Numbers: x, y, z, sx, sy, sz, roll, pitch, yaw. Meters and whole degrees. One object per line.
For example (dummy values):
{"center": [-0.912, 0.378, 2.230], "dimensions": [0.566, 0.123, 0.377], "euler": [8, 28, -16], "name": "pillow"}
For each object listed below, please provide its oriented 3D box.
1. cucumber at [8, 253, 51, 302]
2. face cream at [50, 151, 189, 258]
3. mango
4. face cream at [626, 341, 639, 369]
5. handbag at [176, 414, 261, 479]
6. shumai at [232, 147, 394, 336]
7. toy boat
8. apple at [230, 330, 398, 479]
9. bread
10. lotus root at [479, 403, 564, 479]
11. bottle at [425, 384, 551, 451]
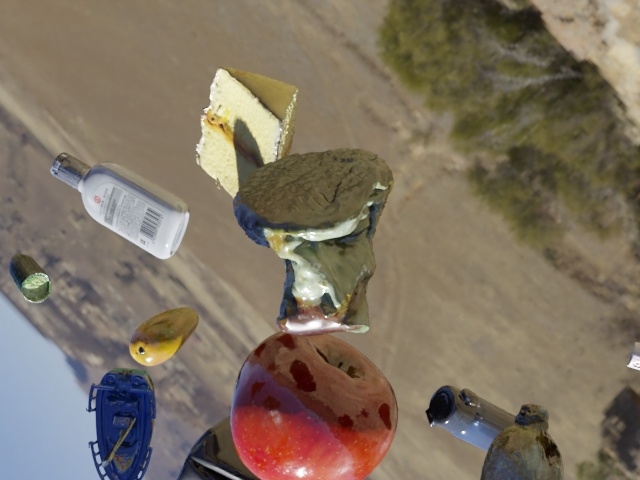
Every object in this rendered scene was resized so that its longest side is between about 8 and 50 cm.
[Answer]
{"center": [-0.449, 0.052, 1.677], "dimensions": [0.105, 0.048, 0.048], "euler": [38, 166, 48], "name": "cucumber"}
{"center": [-0.397, -0.081, 2.158], "dimensions": [0.291, 0.071, 0.144], "euler": [28, 124, 10], "name": "face cream"}
{"center": [-0.315, 0.189, 2.234], "dimensions": [0.089, 0.163, 0.111], "euler": [53, 161, -3], "name": "mango"}
{"center": [0.526, 0.182, 1.469], "dimensions": [0.229, 0.075, 0.075], "euler": [16, 164, 5], "name": "face cream"}
{"center": [-0.081, 0.442, 2.010], "dimensions": [0.288, 0.152, 0.342], "euler": [29, -173, 10], "name": "handbag"}
{"center": [0.000, 0.000, 1.502], "dimensions": [0.222, 0.272, 0.203], "euler": [-2, 122, 23], "name": "shumai"}
{"center": [-0.257, 0.256, 1.390], "dimensions": [0.091, 0.174, 0.110], "euler": [5, -167, 6], "name": "toy boat"}
{"center": [-0.012, 0.265, 1.693], "dimensions": [0.260, 0.216, 0.260], "euler": [24, -162, -8], "name": "apple"}
{"center": [-0.146, -0.170, 1.946], "dimensions": [0.178, 0.135, 0.240], "euler": [17, 128, 5], "name": "bread"}
{"center": [0.255, 0.301, 1.388], "dimensions": [0.113, 0.192, 0.088], "euler": [17, 167, -32], "name": "lotus root"}
{"center": [0.267, 0.291, 1.714], "dimensions": [0.244, 0.082, 0.072], "euler": [29, -148, -35], "name": "bottle"}
